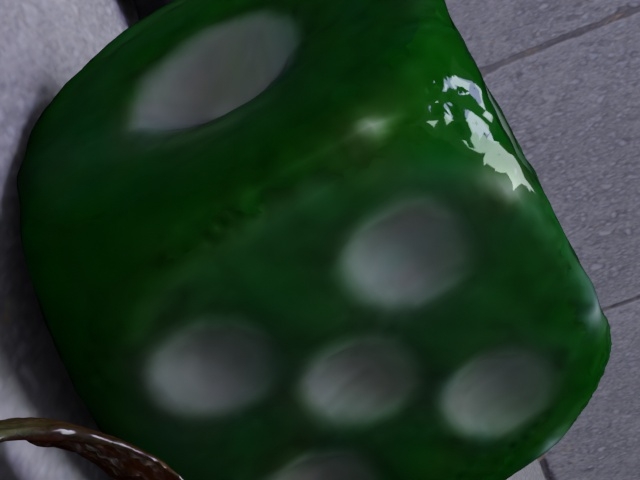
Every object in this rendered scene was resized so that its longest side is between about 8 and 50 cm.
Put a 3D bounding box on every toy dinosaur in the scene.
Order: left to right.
[{"bbox_3d":[-0.070,0.186,0.552,0.113,0.207,0.327,-55,143,-26],"label":"toy dinosaur"}]

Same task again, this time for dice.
[{"bbox_3d":[0.000,0.000,0.743,0.300,0.287,0.297,56,11,-34],"label":"dice"}]

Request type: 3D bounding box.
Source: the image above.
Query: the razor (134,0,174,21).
[{"bbox_3d":[-0.101,-0.262,1.154,0.349,0.114,0.204,30,44,-71],"label":"razor"}]
